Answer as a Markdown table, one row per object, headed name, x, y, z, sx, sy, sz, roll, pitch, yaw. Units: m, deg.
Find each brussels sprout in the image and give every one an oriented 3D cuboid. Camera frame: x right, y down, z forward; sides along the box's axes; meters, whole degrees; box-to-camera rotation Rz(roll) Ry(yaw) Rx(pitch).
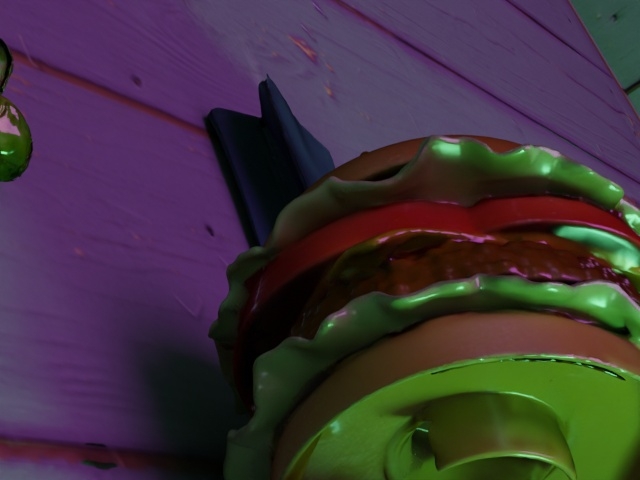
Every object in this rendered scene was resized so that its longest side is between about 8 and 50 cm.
| name | x | y | z | sx | sy | sz | roll | pitch | yaw |
| --- | --- | --- | --- | --- | --- | --- | --- | --- | --- |
| brussels sprout | -0.180 | -0.074 | 1.001 | 0.051 | 0.046 | 0.083 | 13 | 46 | -56 |

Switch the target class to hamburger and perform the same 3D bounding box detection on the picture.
| name | x | y | z | sx | sy | sz | roll | pitch | yaw |
| --- | --- | --- | --- | --- | --- | --- | --- | --- | --- |
| hamburger | 0.073 | 0.065 | 1.042 | 0.274 | 0.274 | 0.212 | 41 | 27 | -39 |

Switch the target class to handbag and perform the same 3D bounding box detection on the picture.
| name | x | y | z | sx | sy | sz | roll | pitch | yaw |
| --- | --- | --- | --- | --- | --- | --- | --- | --- | --- |
| handbag | 0.000 | 0.000 | 1.341 | 0.144 | 0.057 | 0.221 | 43 | 20 | -55 |
